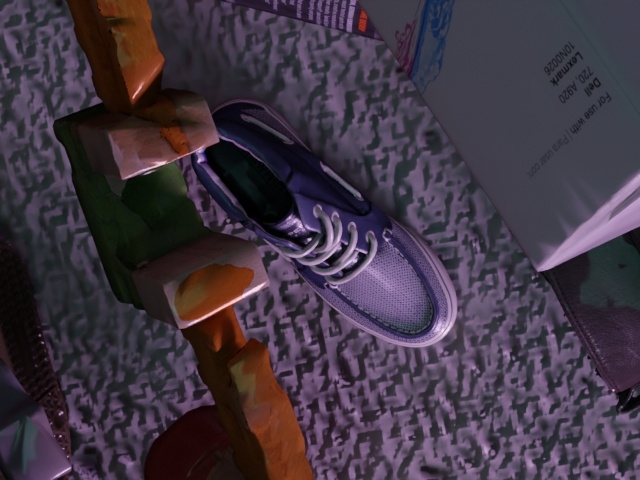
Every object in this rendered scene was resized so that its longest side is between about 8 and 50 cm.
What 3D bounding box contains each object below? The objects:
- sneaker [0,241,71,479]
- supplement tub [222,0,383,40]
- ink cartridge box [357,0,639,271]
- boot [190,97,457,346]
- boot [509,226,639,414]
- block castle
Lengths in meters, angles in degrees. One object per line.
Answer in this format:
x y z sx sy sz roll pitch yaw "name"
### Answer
-0.203 0.093 1.086 0.071 0.066 0.188 -4 99 24 "sneaker"
0.015 -0.165 0.963 0.198 0.106 0.106 15 106 3 "supplement tub"
0.123 -0.149 0.852 0.278 0.201 0.117 58 143 13 "ink cartridge box"
0.000 0.000 1.017 0.190 0.086 0.069 41 105 -5 "boot"
0.204 -0.053 0.983 0.229 0.091 0.263 -21 90 22 "boot"
-0.199 0.019 0.933 0.303 0.213 0.453 -25 106 -20 "block castle"
